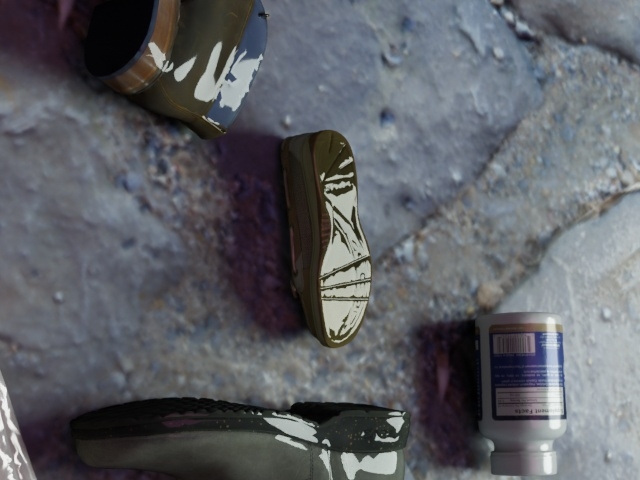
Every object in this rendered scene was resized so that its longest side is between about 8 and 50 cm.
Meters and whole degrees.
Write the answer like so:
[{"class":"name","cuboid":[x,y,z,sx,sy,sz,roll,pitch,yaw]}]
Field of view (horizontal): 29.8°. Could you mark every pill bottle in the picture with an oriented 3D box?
[{"class":"pill bottle","cuboid":[0.152,0.116,0.910,0.067,0.067,0.120,4,81,-31]}]

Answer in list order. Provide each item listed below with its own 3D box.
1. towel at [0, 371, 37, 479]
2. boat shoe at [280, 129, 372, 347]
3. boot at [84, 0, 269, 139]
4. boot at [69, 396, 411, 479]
[{"class":"towel","cuboid":[-0.318,0.139,0.631,0.332,0.053,0.317,-23,95,-32]},{"class":"boat shoe","cuboid":[-0.001,0.000,0.854,0.056,0.048,0.153,-11,95,-44]},{"class":"boot","cuboid":[-0.084,-0.177,0.822,0.106,0.082,0.219,39,59,-45]},{"class":"boot","cuboid":[-0.043,0.186,0.778,0.246,0.083,0.161,7,85,-29]}]
